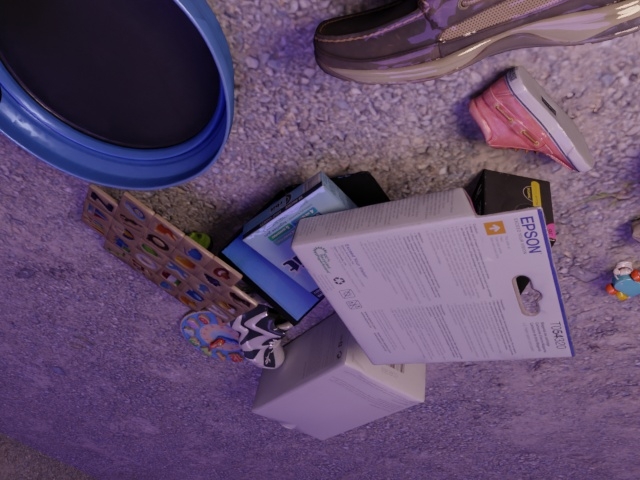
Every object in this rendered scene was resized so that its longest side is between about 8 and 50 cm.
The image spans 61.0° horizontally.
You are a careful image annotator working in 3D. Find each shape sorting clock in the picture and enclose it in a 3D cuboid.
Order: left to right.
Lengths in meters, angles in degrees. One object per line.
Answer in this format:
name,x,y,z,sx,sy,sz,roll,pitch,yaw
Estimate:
shape sorting clock,-0.233,0.231,1.287,0.206,0.040,0.206,7,140,5

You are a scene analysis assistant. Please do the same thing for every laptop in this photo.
laptop,0.011,0.028,0.905,0.264,0.136,0.234,-6,140,38

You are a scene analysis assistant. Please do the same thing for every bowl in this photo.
bowl,-0.300,-0.231,0.724,0.391,0.077,0.391,7,141,6

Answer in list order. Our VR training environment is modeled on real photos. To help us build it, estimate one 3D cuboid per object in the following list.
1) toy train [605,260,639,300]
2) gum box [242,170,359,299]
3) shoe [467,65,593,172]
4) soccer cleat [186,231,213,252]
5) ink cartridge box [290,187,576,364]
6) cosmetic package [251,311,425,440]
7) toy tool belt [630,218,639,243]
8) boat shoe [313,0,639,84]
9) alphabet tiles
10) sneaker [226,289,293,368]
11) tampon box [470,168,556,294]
toy train,0.550,0.048,0.877,0.166,0.046,0.125,-1,138,11
gum box,0.000,0.000,0.841,0.157,0.041,0.184,-33,126,24
shoe,0.273,-0.140,0.707,0.178,0.063,0.081,38,135,-21
soccer cleat,-0.253,0.030,1.045,0.179,0.060,0.072,-18,142,40
ink cartridge box,0.172,0.069,0.792,0.330,0.071,0.324,-10,134,25
cosmetic package,0.034,0.312,1.233,0.217,0.156,0.385,31,138,-22
toy tool belt,0.510,-0.008,0.812,0.083,0.052,0.051,28,146,-20
boat shoe,0.159,-0.260,0.556,0.355,0.132,0.130,-10,127,12
alphabet tiles,-0.279,0.036,0.985,0.342,0.011,0.285,38,149,-11
sneaker,-0.094,0.197,1.164,0.153,0.094,0.235,-4,125,28
tampon box,0.271,-0.004,0.820,0.101,0.120,0.161,12,141,3
